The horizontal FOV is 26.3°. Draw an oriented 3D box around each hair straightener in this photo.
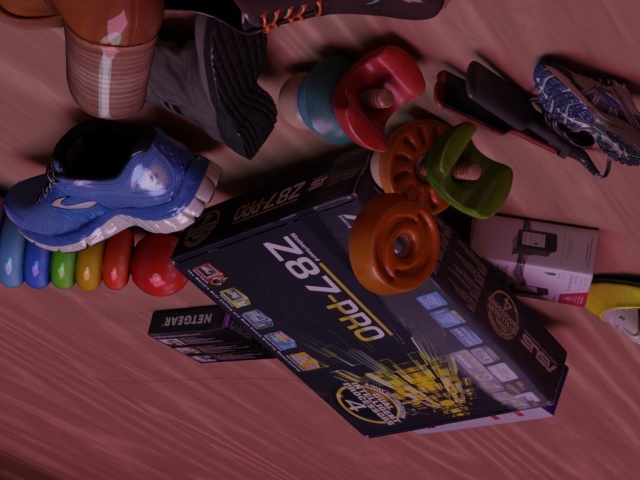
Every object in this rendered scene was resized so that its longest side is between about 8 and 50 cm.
[{"bbox_3d":[0.220,-0.115,1.351,0.230,0.047,0.089,27,154,-33],"label":"hair straightener"}]

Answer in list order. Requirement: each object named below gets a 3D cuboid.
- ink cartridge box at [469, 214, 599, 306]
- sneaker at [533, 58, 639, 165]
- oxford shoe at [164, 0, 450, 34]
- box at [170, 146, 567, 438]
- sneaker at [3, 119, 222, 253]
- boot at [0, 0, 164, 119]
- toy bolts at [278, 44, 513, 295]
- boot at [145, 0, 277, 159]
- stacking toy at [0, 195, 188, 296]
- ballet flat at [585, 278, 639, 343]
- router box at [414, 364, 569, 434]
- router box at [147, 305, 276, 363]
[{"bbox_3d":[0.253,0.024,1.656,0.151,0.063,0.109,9,158,9],"label":"ink cartridge box"},{"bbox_3d":[0.261,-0.130,1.294,0.135,0.058,0.052,39,157,-4],"label":"sneaker"},{"bbox_3d":[-0.024,-0.212,1.175,0.272,0.098,0.097,10,158,6],"label":"oxford shoe"},{"bbox_3d":[0.061,0.079,1.673,0.318,0.097,0.395,-19,126,40],"label":"box"},{"bbox_3d":[-0.274,-0.082,1.644,0.330,0.129,0.147,-11,134,39],"label":"sneaker"},{"bbox_3d":[-0.206,-0.260,1.118,0.109,0.283,0.220,-9,132,-23],"label":"boot"},{"bbox_3d":[0.043,-0.075,1.381,0.158,0.218,0.228,7,144,53],"label":"toy bolts"},{"bbox_3d":[-0.136,-0.176,1.335,0.161,0.083,0.246,27,158,16],"label":"boot"},{"bbox_3d":[-0.342,0.018,1.900,0.331,0.141,0.141,9,159,-5],"label":"stacking toy"},{"bbox_3d":[0.425,0.094,1.716,0.231,0.077,0.077,3,157,23],"label":"ballet flat"},{"bbox_3d":[0.125,0.150,1.931,0.335,0.082,0.301,36,150,-24],"label":"router box"},{"bbox_3d":[-0.173,0.155,2.237,0.179,0.046,0.133,-8,150,40],"label":"router box"}]
